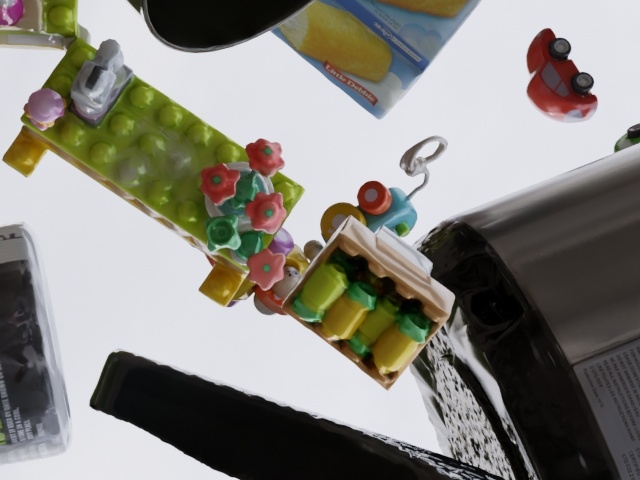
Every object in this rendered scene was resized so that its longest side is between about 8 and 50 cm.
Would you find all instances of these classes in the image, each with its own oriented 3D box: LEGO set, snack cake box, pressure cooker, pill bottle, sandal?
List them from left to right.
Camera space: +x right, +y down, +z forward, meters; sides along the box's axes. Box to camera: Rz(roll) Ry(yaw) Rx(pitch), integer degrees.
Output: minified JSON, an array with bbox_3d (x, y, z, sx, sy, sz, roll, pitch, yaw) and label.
[{"bbox_3d":[-0.263,0.073,1.009,0.130,0.246,0.130,170,-90,-83],"label":"pill bottle"},{"bbox_3d":[-0.054,-0.075,0.610,0.107,0.132,0.287,139,-70,-80],"label":"LEGO set"},{"bbox_3d":[-0.004,-0.234,1.384,0.152,0.264,0.089,-52,-178,-28],"label":"snack cake box"},{"bbox_3d":[0.033,0.159,0.999,0.446,0.167,0.107,14,-96,50],"label":"sandal"},{"bbox_3d":[0.305,0.097,1.318,0.420,0.370,0.375,-22,-149,-8],"label":"pressure cooker"}]

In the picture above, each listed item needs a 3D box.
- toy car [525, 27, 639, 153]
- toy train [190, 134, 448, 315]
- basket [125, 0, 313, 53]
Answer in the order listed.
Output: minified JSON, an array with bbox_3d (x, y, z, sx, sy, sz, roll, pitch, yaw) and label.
[{"bbox_3d":[0.275,-0.080,1.796,0.053,0.239,0.225,-28,-162,-15],"label":"toy car"},{"bbox_3d":[0.000,0.000,1.043,0.046,0.166,0.125,61,-29,23],"label":"toy train"},{"bbox_3d":[-0.096,-0.235,1.058,0.227,0.204,0.154,40,-38,24],"label":"basket"}]
